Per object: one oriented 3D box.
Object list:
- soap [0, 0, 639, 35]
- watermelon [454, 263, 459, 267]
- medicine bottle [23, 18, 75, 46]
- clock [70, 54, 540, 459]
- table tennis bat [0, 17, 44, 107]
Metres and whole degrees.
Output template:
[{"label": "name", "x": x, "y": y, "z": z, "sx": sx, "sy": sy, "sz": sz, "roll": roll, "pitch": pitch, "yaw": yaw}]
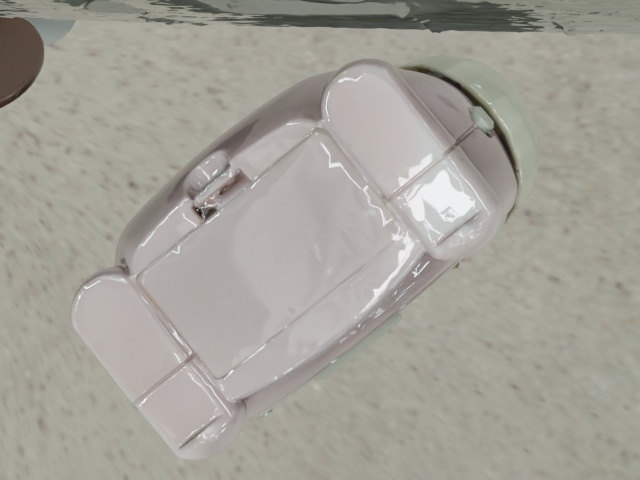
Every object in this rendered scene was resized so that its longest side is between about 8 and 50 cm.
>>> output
[{"label": "soap", "x": -0.034, "y": -0.193, "z": 0.718, "sx": 0.435, "sy": 0.350, "sz": 0.213, "roll": 2, "pitch": 88, "yaw": 6}, {"label": "watermelon", "x": 0.054, "y": -0.007, "z": 1.873, "sx": 0.087, "sy": 0.163, "sz": 0.069, "roll": 53, "pitch": 41, "yaw": -34}, {"label": "medicine bottle", "x": -0.249, "y": -0.209, "z": 1.410, "sx": 0.183, "sy": 0.069, "sz": 0.119, "roll": 5, "pitch": 114, "yaw": -54}, {"label": "clock", "x": 0.000, "y": 0.000, "z": 1.411, "sx": 0.342, "sy": 0.326, "sz": 0.184, "roll": -33, "pitch": 86, "yaw": 14}, {"label": "table tennis bat", "x": -0.320, "y": -0.132, "z": 1.299, "sx": 0.274, "sy": 0.154, "sz": 0.021, "roll": 10, "pitch": 127, "yaw": 12}]
